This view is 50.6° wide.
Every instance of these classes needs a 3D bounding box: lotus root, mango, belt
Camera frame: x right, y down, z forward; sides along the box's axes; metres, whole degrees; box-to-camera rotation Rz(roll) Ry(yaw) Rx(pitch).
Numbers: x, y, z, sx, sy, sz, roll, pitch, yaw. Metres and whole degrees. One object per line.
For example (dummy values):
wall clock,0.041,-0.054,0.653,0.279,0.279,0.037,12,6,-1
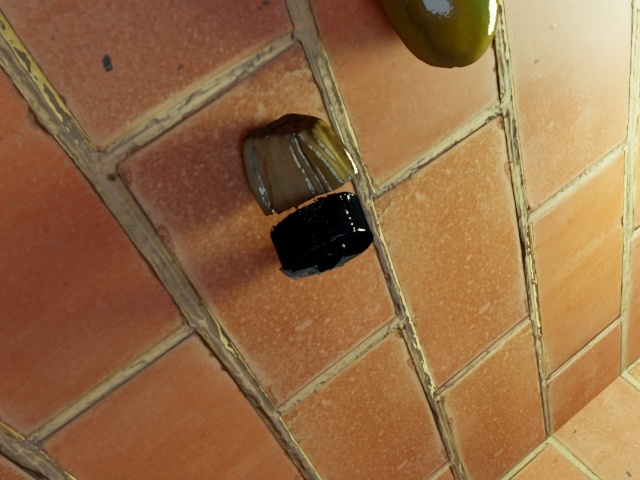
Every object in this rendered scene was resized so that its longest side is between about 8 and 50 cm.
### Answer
lotus root,-0.030,-0.119,0.976,0.159,0.095,0.135,-11,126,19
mango,0.161,-0.343,0.939,0.156,0.114,0.251,-47,138,9
belt,0.000,0.000,1.029,0.151,0.078,0.198,-21,166,-7
